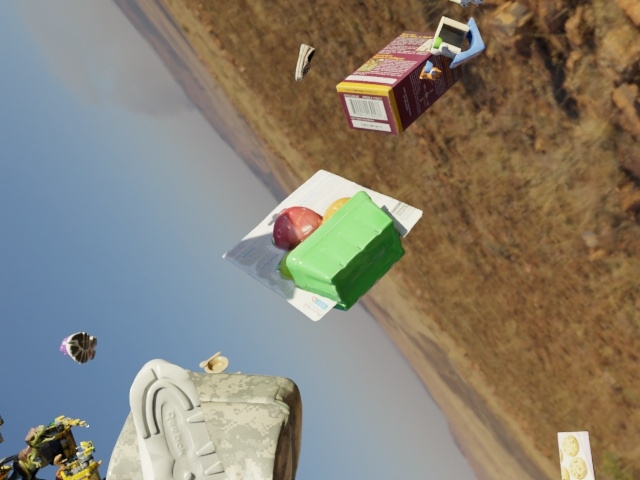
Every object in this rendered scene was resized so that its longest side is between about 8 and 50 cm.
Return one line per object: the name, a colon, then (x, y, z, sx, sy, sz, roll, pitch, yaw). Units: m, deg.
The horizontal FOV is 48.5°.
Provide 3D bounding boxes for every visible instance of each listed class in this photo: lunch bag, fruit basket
lunch bag: (-0.192, 0.368, 1.196, 0.256, 0.305, 0.212, -71, -17, -72)
fruit basket: (0.000, 0.000, 1.549, 0.353, 0.327, 0.165, 24, 152, 50)

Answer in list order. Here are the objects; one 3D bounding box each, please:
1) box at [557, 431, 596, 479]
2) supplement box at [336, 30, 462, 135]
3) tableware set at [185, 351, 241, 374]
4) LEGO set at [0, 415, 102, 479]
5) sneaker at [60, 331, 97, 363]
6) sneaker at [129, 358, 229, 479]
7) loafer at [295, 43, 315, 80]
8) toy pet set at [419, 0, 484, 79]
box: (0.512, 0.516, 1.390, 0.324, 0.067, 0.063, -69, -36, -54)
supplement box: (0.128, -0.251, 1.120, 0.104, 0.188, 0.080, 17, 139, 41)
tableware set: (-0.238, 0.311, 1.548, 0.169, 0.141, 0.020, 29, 140, 44)
LEGO set: (-0.559, 0.394, 1.331, 0.331, 0.255, 0.192, 17, 123, 65)
sneaker: (-0.545, 0.240, 1.571, 0.170, 0.071, 0.068, 115, 156, -76)
sneaker: (-0.150, 0.243, 0.759, 0.095, 0.090, 0.234, 163, 99, -69)
loafer: (-0.038, -0.458, 1.826, 0.045, 0.039, 0.125, 101, 177, -55)
toy pet set: (0.176, -0.248, 0.892, 0.065, 0.122, 0.114, 21, -176, 1)
